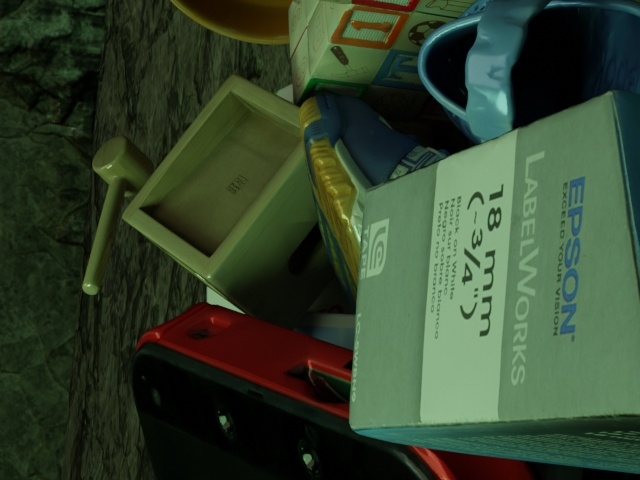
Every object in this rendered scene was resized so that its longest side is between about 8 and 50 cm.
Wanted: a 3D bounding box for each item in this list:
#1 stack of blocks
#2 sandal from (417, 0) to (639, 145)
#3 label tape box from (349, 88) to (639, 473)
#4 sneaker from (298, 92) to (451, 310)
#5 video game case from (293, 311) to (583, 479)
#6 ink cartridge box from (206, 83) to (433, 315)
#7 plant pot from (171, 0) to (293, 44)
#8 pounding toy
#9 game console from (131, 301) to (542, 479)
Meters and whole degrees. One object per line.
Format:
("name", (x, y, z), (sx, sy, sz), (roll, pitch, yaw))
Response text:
("stack of blocks", (0.062, -0.189, 1.207), (0.297, 0.171, 0.087), (121, 150, -57))
("sandal", (0.116, -0.098, 1.056), (0.317, 0.138, 0.126), (-161, 76, -75))
("label tape box", (0.175, 0.026, 0.624), (0.333, 0.240, 0.106), (161, 116, -71))
("sneaker", (0.083, 0.005, 1.110), (0.296, 0.131, 0.112), (-121, 12, -45))
("video game case", (0.049, 0.149, 1.196), (0.285, 0.025, 0.204), (0, 85, 50))
("ink cartridge box", (0.000, 0.000, 1.391), (0.160, 0.092, 0.219), (-22, 60, 40))
("plant pot", (-0.033, -0.294, 1.564), (0.188, 0.205, 0.205), (-80, 7, -53))
("pounding toy", (-0.075, -0.013, 1.317), (0.181, 0.094, 0.206), (-52, 38, -4))
("game console", (0.022, 0.220, 1.101), (0.386, 0.060, 0.342), (15, 123, 58))
